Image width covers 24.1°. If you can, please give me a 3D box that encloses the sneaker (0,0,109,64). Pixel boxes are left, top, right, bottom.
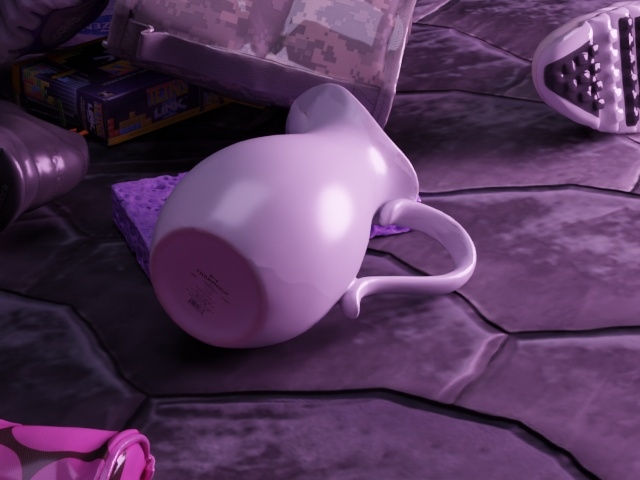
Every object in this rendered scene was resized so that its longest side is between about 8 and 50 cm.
[{"bbox_3d":[-0.224,-0.230,1.323,0.105,0.095,0.236,-10,-13,-46],"label":"sneaker"}]

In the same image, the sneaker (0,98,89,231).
[{"bbox_3d":[-0.306,-0.077,1.191,0.286,0.109,0.130,23,25,29],"label":"sneaker"}]

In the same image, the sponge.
[{"bbox_3d":[-0.042,-0.024,1.117,0.210,0.031,0.117,-11,28,-19],"label":"sponge"}]

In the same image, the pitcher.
[{"bbox_3d":[0.000,0.000,0.979,0.178,0.125,0.207,36,38,10],"label":"pitcher"}]

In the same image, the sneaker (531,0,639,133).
[{"bbox_3d":[0.264,-0.160,1.308,0.118,0.110,0.292,11,20,41],"label":"sneaker"}]

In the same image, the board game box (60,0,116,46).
[{"bbox_3d":[-0.302,-0.277,1.384,0.319,0.318,0.065,-5,68,-8],"label":"board game box"}]

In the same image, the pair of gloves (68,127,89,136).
[{"bbox_3d":[-0.247,-0.083,1.277,0.083,0.010,0.074,13,31,34],"label":"pair of gloves"}]

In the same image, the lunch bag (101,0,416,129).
[{"bbox_3d":[-0.038,-0.201,1.269,0.235,0.169,0.287,16,38,-1],"label":"lunch bag"}]

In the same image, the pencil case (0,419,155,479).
[{"bbox_3d":[-0.187,0.121,0.768,0.209,0.095,0.098,9,12,18],"label":"pencil case"}]

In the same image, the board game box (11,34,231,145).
[{"bbox_3d":[-0.169,-0.146,1.360,0.141,0.048,0.170,21,34,41],"label":"board game box"}]
